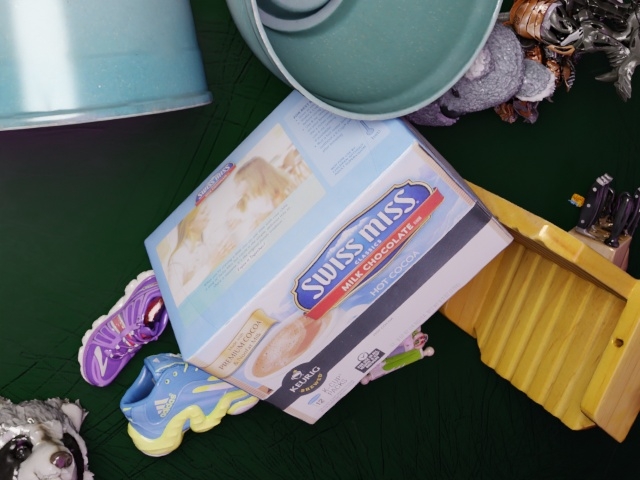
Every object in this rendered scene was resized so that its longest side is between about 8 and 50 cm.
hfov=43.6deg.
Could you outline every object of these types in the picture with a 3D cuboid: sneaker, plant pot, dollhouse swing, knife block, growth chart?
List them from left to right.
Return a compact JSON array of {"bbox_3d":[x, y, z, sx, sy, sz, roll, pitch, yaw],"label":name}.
[{"bbox_3d":[-0.245,-0.237,0.705,0.271,0.271,0.255,-13,105,-30],"label":"plant pot"},{"bbox_3d":[-0.240,0.115,1.005,0.068,0.071,0.170,32,94,-41],"label":"sneaker"},{"bbox_3d":[-0.163,0.189,1.086,0.240,0.091,0.126,-36,129,-13],"label":"sneaker"},{"bbox_3d":[0.017,-0.287,0.813,0.293,0.196,0.293,-13,116,-28],"label":"plant pot"},{"bbox_3d":[0.104,0.126,1.289,0.172,0.021,0.237,-24,125,-22],"label":"growth chart"},{"bbox_3d":[0.280,0.091,1.174,0.305,0.347,0.315,7,110,-38],"label":"dollhouse swing"},{"bbox_3d":[0.468,0.030,1.393,0.276,0.088,0.242,-56,149,-14],"label":"knife block"}]

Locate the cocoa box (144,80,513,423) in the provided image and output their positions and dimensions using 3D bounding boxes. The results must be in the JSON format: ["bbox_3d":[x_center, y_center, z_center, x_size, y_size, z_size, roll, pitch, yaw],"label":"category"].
[{"bbox_3d":[0.000,0.000,0.963,0.347,0.231,0.228,-44,133,11],"label":"cocoa box"}]

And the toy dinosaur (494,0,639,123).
[{"bbox_3d":[0.331,-0.289,1.095,0.322,0.218,0.164,83,27,-64],"label":"toy dinosaur"}]

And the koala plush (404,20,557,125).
[{"bbox_3d":[0.170,-0.235,1.007,0.196,0.221,0.203,15,104,-39],"label":"koala plush"}]

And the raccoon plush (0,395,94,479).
[{"bbox_3d":[-0.448,0.371,0.974,0.446,0.299,0.216,-25,151,17],"label":"raccoon plush"}]

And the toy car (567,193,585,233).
[{"bbox_3d":[0.431,-0.028,1.439,0.040,0.060,0.122,31,73,1],"label":"toy car"}]

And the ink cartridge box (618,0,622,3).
[{"bbox_3d":[0.380,-0.365,1.196,0.135,0.056,0.099,-38,129,-12],"label":"ink cartridge box"}]
